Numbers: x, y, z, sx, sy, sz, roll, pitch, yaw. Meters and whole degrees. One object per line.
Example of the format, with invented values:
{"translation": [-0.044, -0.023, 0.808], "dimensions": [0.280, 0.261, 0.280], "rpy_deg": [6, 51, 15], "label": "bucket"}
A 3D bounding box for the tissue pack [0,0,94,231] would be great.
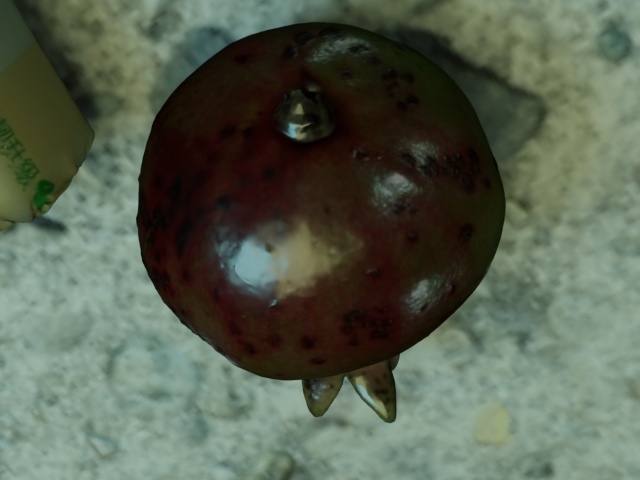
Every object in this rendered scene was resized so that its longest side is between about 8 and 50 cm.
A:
{"translation": [-0.213, -0.084, 0.515], "dimensions": [0.186, 0.090, 0.222], "rpy_deg": [-22, 110, 23], "label": "tissue pack"}

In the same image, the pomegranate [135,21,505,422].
{"translation": [-0.007, 0.001, 0.504], "dimensions": [0.129, 0.129, 0.159], "rpy_deg": [20, 128, 0], "label": "pomegranate"}
